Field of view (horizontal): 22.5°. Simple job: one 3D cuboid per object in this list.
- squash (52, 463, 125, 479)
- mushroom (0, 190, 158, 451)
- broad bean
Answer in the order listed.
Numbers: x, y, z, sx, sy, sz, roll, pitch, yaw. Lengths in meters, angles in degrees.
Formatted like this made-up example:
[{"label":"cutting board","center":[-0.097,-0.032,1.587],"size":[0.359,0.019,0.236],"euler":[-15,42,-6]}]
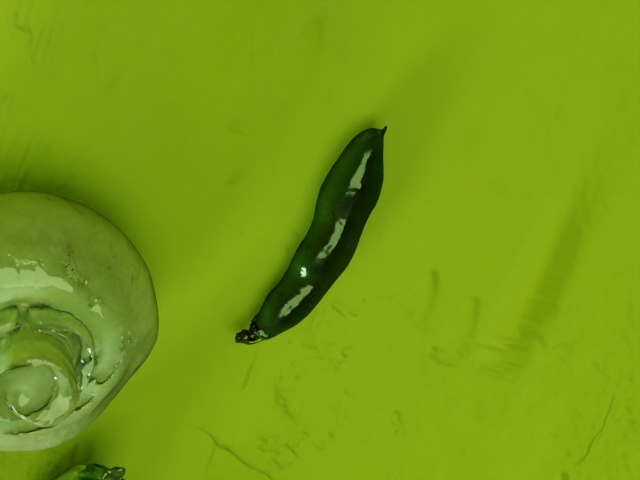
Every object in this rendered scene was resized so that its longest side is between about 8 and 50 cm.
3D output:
[{"label":"squash","center":[-0.239,0.263,1.567],"size":[0.090,0.075,0.200],"euler":[32,126,-4]},{"label":"mushroom","center":[-0.262,0.084,1.415],"size":[0.246,0.202,0.246],"euler":[-9,125,-13]},{"label":"broad bean","center":[0.003,0.002,1.523],"size":[0.065,0.046,0.254],"euler":[24,106,-22]}]
